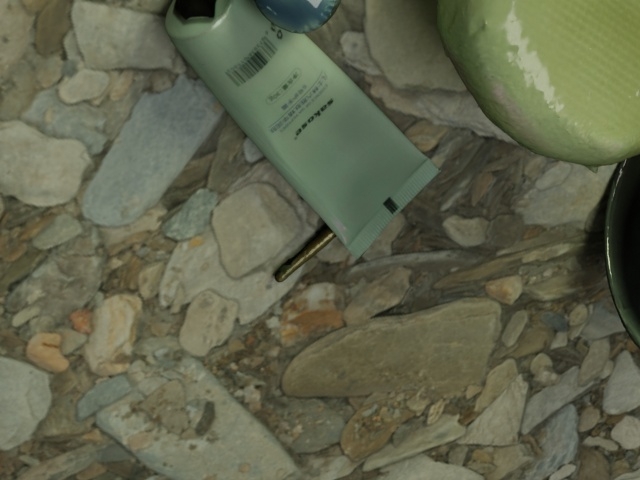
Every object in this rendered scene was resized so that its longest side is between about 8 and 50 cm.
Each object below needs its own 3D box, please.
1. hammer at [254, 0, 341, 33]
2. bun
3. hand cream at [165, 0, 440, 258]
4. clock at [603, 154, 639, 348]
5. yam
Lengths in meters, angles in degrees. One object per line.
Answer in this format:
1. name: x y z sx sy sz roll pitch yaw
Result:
1. hammer: -0.036 -0.256 1.186 0.069 0.116 0.194 -17 109 12
2. bun: 0.204 -0.201 1.298 0.283 0.179 0.283 -6 101 -31
3. hand cream: -0.013 -0.104 1.304 0.109 0.067 0.321 -47 131 -2
4. clock: 0.392 -0.014 1.421 0.061 0.312 0.312 11 114 -39
5. yam: 0.000 0.000 1.406 0.107 0.014 0.014 -41 129 0
